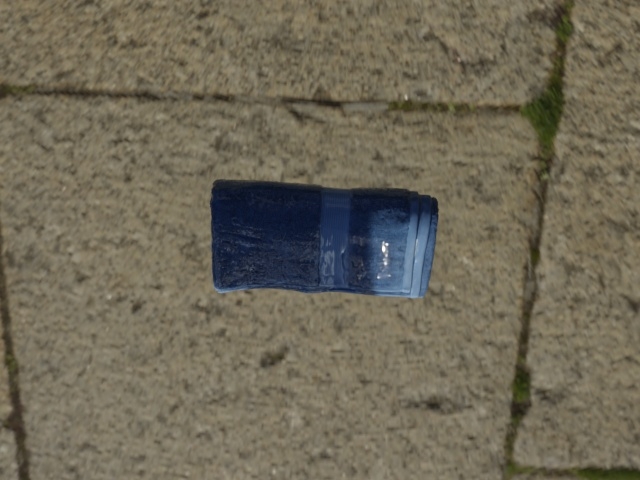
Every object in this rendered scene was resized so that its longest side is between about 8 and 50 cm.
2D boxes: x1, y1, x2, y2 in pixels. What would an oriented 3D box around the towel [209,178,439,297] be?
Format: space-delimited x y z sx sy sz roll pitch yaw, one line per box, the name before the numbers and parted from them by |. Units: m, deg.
towel | 0.000 0.000 0.573 0.119 0.029 0.067 4 130 0
